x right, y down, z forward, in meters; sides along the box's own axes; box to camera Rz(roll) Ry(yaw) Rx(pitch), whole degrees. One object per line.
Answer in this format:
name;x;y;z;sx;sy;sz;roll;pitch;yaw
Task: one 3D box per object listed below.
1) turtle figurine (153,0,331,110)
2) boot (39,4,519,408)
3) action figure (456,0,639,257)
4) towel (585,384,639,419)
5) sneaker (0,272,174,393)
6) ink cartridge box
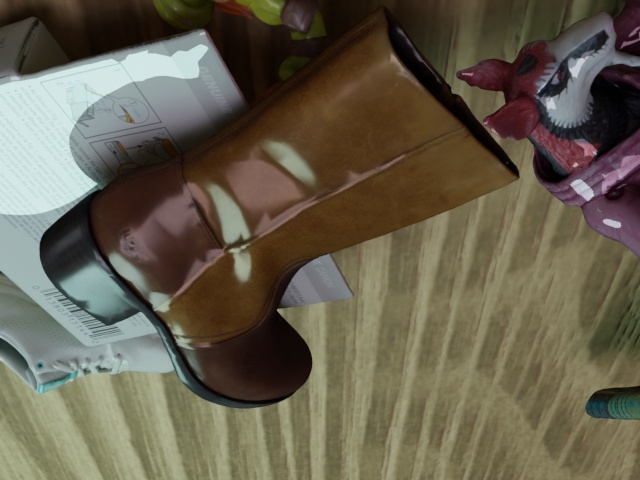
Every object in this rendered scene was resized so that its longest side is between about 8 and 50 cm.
turtle figurine;-0.040;-0.169;0.444;0.269;0.087;0.217;36;149;-16
boot;0.000;0.000;0.547;0.280;0.096;0.264;-28;128;21
action figure;0.258;-0.068;0.516;0.370;0.248;0.276;9;164;-9
towel;0.405;0.103;0.609;0.271;0.040;0.370;-6;169;-9
sneaker;-0.237;0.107;0.754;0.212;0.094;0.080;17;134;-16
ink cartridge box;-0.140;-0.034;0.599;0.261;0.066;0.296;-12;141;14
